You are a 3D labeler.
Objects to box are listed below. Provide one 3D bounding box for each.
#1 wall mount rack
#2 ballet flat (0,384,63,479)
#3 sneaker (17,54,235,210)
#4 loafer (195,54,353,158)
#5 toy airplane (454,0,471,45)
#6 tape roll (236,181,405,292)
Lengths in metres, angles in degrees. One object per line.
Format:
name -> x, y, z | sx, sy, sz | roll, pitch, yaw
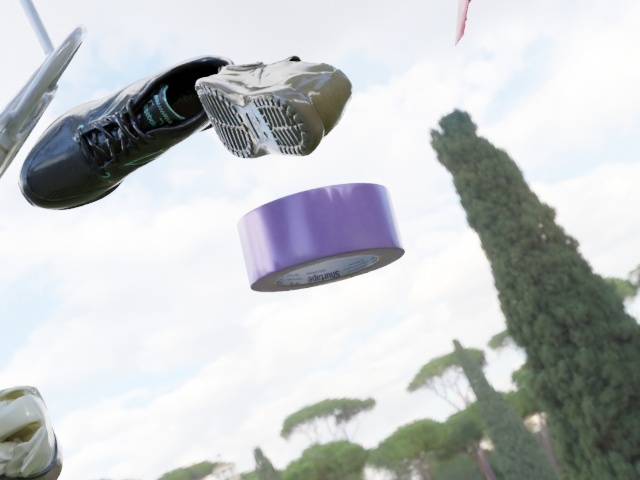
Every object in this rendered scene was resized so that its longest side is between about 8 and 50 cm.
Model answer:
wall mount rack -> -0.345, -0.118, 0.806 | 0.130, 0.304, 0.350 | 34, -61, -19
ballet flat -> -0.276, 0.162, 0.666 | 0.096, 0.095, 0.280 | -34, -20, 14
sneaker -> -0.202, -0.123, 0.889 | 0.267, 0.101, 0.106 | -34, 7, -8
loafer -> -0.028, -0.081, 0.510 | 0.050, 0.148, 0.056 | -33, -62, -21
toy airplane -> 0.167, -0.296, 0.923 | 0.028, 0.151, 0.151 | 5, -21, 4
tape roll -> 0.000, 0.000, 1.003 | 0.189, 0.080, 0.189 | -12, -13, -3
